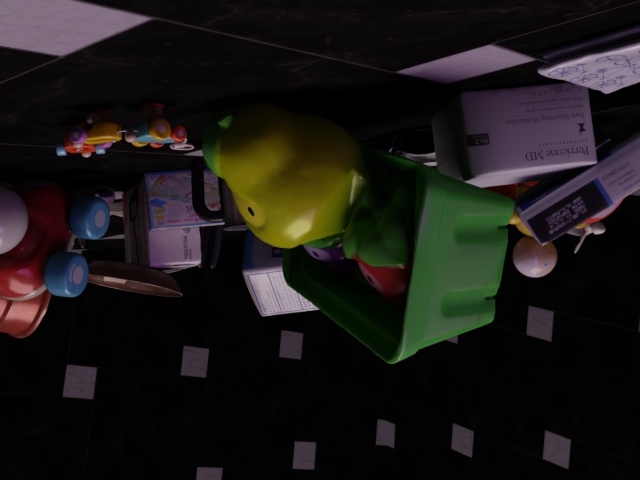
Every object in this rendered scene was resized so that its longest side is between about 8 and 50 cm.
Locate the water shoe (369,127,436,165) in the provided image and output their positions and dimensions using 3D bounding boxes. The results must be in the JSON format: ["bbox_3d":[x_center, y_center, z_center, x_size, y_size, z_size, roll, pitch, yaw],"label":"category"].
[{"bbox_3d":[0.133,-0.153,1.410,0.203,0.072,0.080,-14,155,22],"label":"water shoe"}]

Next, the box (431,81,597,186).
[{"bbox_3d":[0.268,-0.144,1.210,0.181,0.119,0.182,-7,177,-6],"label":"box"}]

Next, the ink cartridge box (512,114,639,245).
[{"bbox_3d":[0.436,-0.108,1.280,0.304,0.072,0.307,-34,178,13],"label":"ink cartridge box"}]

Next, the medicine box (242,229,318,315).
[{"bbox_3d":[0.000,0.000,1.790,0.289,0.263,0.149,-7,135,9],"label":"medicine box"}]

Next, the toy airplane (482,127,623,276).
[{"bbox_3d":[0.392,-0.059,1.695,0.386,0.272,0.384,-8,178,7],"label":"toy airplane"}]

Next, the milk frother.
[{"bbox_3d":[-0.124,-0.084,1.314,0.129,0.134,0.143,-6,178,16],"label":"milk frother"}]

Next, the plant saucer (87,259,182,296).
[{"bbox_3d":[-0.350,0.068,1.566,0.199,0.036,0.198,9,170,2],"label":"plant saucer"}]

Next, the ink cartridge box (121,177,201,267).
[{"bbox_3d":[-0.312,-0.026,1.648,0.100,0.171,0.237,-3,175,-24],"label":"ink cartridge box"}]

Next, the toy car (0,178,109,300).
[{"bbox_3d":[-0.497,-0.039,1.345,0.219,0.210,0.238,6,153,17],"label":"toy car"}]

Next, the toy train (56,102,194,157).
[{"bbox_3d":[-0.238,-0.132,1.013,0.166,0.046,0.125,-4,178,-3],"label":"toy train"}]

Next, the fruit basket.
[{"bbox_3d":[0.015,-0.029,1.109,0.392,0.282,0.392,7,-167,-2],"label":"fruit basket"}]

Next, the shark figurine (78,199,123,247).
[{"bbox_3d":[-0.393,-0.063,1.836,0.278,0.166,0.116,12,146,-17],"label":"shark figurine"}]

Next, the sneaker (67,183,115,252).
[{"bbox_3d":[-0.464,0.003,1.555,0.235,0.153,0.094,-27,-155,-11],"label":"sneaker"}]

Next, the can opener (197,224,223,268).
[{"bbox_3d":[-0.205,-0.038,1.614,0.059,0.186,0.073,-4,165,19],"label":"can opener"}]

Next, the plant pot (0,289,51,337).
[{"bbox_3d":[-0.691,0.049,1.616,0.265,0.272,0.272,6,169,-43],"label":"plant pot"}]

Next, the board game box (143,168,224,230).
[{"bbox_3d":[-0.237,-0.076,1.538,0.154,0.103,0.026,-5,177,-20],"label":"board game box"}]

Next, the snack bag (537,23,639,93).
[{"bbox_3d":[0.469,-0.222,0.973,0.323,0.037,0.343,-10,176,41],"label":"snack bag"}]
